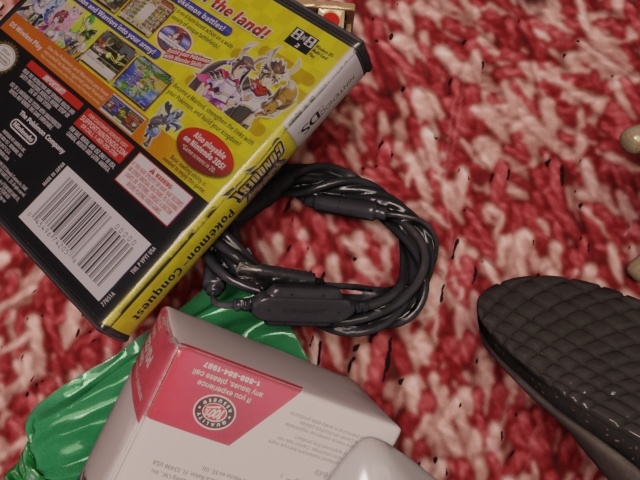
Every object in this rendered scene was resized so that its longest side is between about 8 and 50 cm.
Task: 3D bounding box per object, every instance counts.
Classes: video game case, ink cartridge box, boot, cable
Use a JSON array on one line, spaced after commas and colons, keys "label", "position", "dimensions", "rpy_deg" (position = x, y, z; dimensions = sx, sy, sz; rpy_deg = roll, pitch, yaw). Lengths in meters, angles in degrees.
[{"label": "video game case", "position": [-0.143, -0.105, 0.512], "dimensions": [0.275, 0.035, 0.248], "rpy_deg": [38, 83, 26]}, {"label": "ink cartridge box", "position": [-0.073, 0.175, 0.452], "dimensions": [0.158, 0.092, 0.218], "rpy_deg": [25, 92, -21]}, {"label": "boot", "position": [0.215, 0.184, 0.463], "dimensions": [0.118, 0.338, 0.223], "rpy_deg": [-17, 125, -21]}, {"label": "cable", "position": [0.000, 0.000, 0.519], "dimensions": [0.184, 0.047, 0.151], "rpy_deg": [1, 47, -19]}]

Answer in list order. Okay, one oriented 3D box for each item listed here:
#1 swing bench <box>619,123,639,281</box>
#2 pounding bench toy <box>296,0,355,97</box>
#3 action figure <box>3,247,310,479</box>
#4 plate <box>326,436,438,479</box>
[{"label": "swing bench", "position": [0.375, -0.011, 0.434], "dimensions": [0.254, 0.165, 0.253], "rpy_deg": [-30, 44, -3]}, {"label": "pounding bench toy", "position": [-0.017, -0.155, 0.559], "dimensions": [0.083, 0.052, 0.065], "rpy_deg": [4, 82, 0]}, {"label": "action figure", "position": [-0.123, 0.120, 0.515], "dimensions": [0.232, 0.063, 0.137], "rpy_deg": [-28, 86, -8]}, {"label": "plate", "position": [0.046, 0.305, 0.444], "dimensions": [0.278, 0.045, 0.277], "rpy_deg": [41, 82, -24]}]
